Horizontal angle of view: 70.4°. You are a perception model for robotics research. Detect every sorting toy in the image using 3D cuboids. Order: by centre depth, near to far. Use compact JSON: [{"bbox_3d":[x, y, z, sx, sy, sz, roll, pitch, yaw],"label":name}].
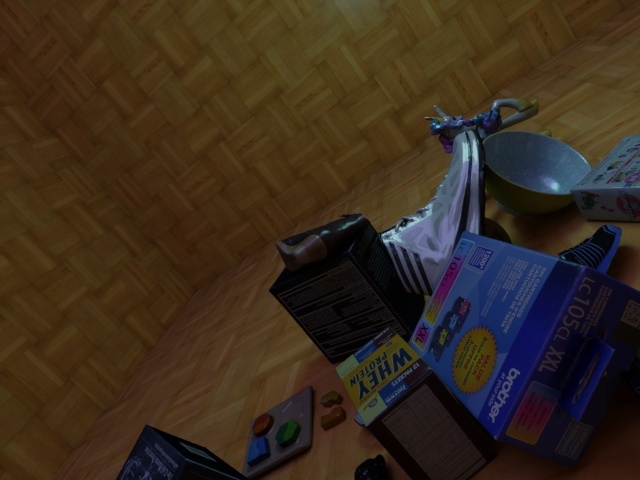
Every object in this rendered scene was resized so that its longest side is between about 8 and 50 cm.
[{"bbox_3d":[-0.074,0.461,1.155,0.307,0.041,0.229,-35,15,13],"label":"sorting toy"}]

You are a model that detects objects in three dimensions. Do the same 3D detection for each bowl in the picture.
[{"bbox_3d":[0.564,-0.160,1.249,0.289,0.290,0.156,-50,-24,-38],"label":"bowl"}]

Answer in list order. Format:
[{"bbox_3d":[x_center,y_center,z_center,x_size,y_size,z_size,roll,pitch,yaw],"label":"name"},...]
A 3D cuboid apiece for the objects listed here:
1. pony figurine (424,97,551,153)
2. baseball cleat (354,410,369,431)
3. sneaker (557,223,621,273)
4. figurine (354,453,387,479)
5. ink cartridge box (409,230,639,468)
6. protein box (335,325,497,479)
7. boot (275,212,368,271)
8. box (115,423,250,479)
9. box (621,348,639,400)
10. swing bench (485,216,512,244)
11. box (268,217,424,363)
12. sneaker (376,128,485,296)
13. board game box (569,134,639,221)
[{"bbox_3d":[0.534,-0.286,1.463,0.364,0.350,0.303,-7,-1,7],"label":"pony figurine"},{"bbox_3d":[0.109,0.349,1.010,0.109,0.072,0.206,-44,11,1],"label":"baseball cleat"},{"bbox_3d":[0.519,0.038,0.903,0.232,0.090,0.081,-47,-27,-30],"label":"sneaker"},{"bbox_3d":[0.045,0.480,0.762,0.215,0.092,0.209,-38,7,1],"label":"figurine"},{"bbox_3d":[0.324,0.154,0.731,0.270,0.151,0.395,-66,14,4],"label":"ink cartridge box"},{"bbox_3d":[0.157,0.295,0.798,0.136,0.201,0.200,-38,15,-3],"label":"protein box"},{"bbox_3d":[0.000,0.000,1.189,0.207,0.090,0.248,-29,10,-16],"label":"boot"},{"bbox_3d":[-0.328,0.591,0.929,0.343,0.179,0.312,-16,45,56],"label":"box"},{"bbox_3d":[0.503,0.154,0.659,0.147,0.077,0.180,-33,16,20],"label":"box"},{"bbox_3d":[0.360,-0.006,1.309,0.255,0.165,0.253,-36,14,4],"label":"swing bench"},{"bbox_3d":[0.076,0.147,1.252,0.296,0.294,0.182,-27,17,34],"label":"box"},{"bbox_3d":[0.269,-0.077,1.114,0.258,0.169,0.447,1,65,20],"label":"sneaker"},{"bbox_3d":[0.742,-0.143,0.964,0.224,0.097,0.303,-40,16,-12],"label":"board game box"}]
